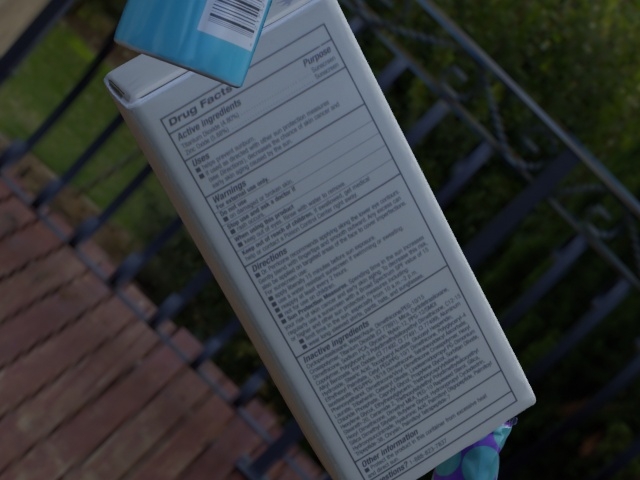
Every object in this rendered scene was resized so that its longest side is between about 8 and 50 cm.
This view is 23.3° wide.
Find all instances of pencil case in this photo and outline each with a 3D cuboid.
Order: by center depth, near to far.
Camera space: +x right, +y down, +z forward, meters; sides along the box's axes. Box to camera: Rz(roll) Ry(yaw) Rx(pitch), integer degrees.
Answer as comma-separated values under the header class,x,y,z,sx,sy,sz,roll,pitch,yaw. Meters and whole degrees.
class,x,y,z,sx,sy,sz,roll,pitch,yaw
pencil case,0.130,0.226,1.414,0.064,0.152,0.070,15,1,10

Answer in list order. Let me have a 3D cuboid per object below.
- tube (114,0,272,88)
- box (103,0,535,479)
class,x,y,z,sx,sy,sz,roll,pitch,yaw
tube,-0.018,-0.162,0.586,0.052,0.207,0.080,22,3,13
box,0.000,0.000,1.005,0.311,0.148,0.121,63,-8,-20
